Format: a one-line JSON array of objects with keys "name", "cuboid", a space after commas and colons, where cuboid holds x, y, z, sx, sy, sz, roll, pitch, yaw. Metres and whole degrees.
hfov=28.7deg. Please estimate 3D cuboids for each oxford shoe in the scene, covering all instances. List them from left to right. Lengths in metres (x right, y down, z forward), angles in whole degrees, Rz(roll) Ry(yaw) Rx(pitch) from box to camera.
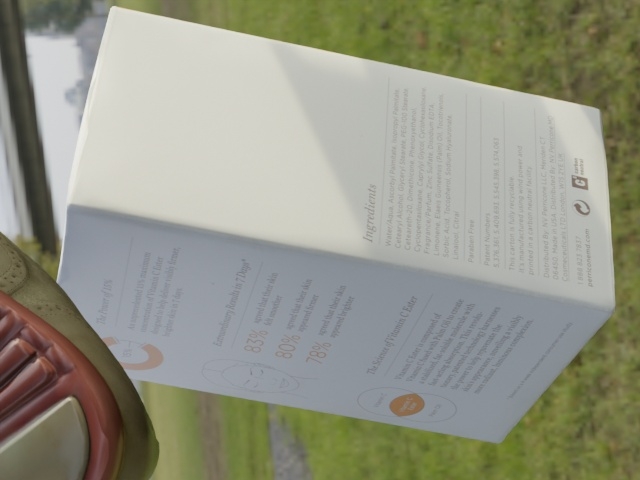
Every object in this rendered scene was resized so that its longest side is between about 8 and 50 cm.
[{"name": "oxford shoe", "cuboid": [-0.218, 0.014, 0.607, 0.348, 0.123, 0.130, 45, -177, 14]}]

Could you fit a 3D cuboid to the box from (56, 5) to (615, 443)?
[{"name": "box", "cuboid": [0.000, 0.000, 0.877, 0.215, 0.345, 0.168, 114, 165, -55]}]
